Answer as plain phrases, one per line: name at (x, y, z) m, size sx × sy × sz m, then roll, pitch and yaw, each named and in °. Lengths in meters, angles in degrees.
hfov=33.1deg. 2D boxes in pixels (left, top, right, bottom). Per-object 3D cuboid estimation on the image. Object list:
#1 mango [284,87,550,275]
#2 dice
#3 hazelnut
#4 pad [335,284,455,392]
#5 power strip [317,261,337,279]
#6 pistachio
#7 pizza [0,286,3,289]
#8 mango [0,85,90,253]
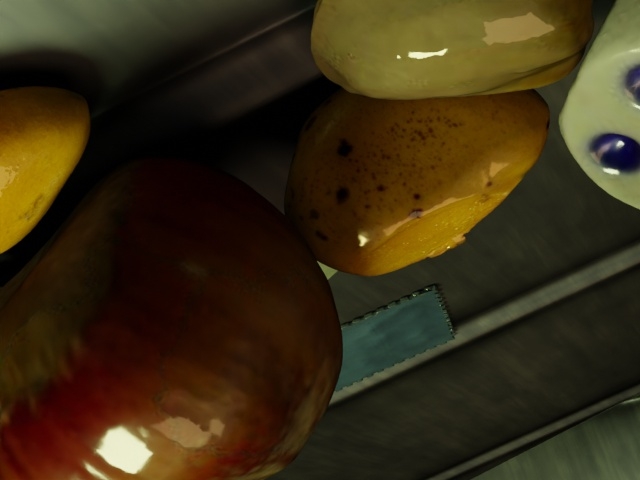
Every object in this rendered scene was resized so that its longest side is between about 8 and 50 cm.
mango at (0.092, -0.088, 1.104) m, size 0.290 × 0.191 × 0.160 m, roll -25°, pitch 161°, yaw 15°
dice at (0.394, -0.176, 1.029) m, size 0.259 × 0.243 × 0.251 m, roll -57°, pitch 169°, yaw -29°
hazelnut at (-0.172, 0.121, 1.069) m, size 0.359 × 0.359 × 0.409 m, roll 2°, pitch 142°, yaw -41°
pad at (0.090, 0.173, 1.790) m, size 0.269 × 0.012 × 0.269 m, roll -24°, pitch 154°, yaw 2°
power strip at (0.000, 0.000, 1.352) m, size 0.093 × 0.053 × 0.288 m, roll 5°, pitch 141°, yaw -44°
pistachio at (0.113, -0.211, 0.946) m, size 0.260 × 0.163 × 0.213 m, roll -12°, pitch 134°, yaw 7°
pizza at (-0.392, 0.194, 1.243) m, size 0.087 × 0.258 × 0.268 m, roll 17°, pitch 162°, yaw 22°
mango at (-0.297, -0.060, 0.955) m, size 0.219 × 0.112 × 0.145 m, roll -39°, pitch 151°, yaw 6°
